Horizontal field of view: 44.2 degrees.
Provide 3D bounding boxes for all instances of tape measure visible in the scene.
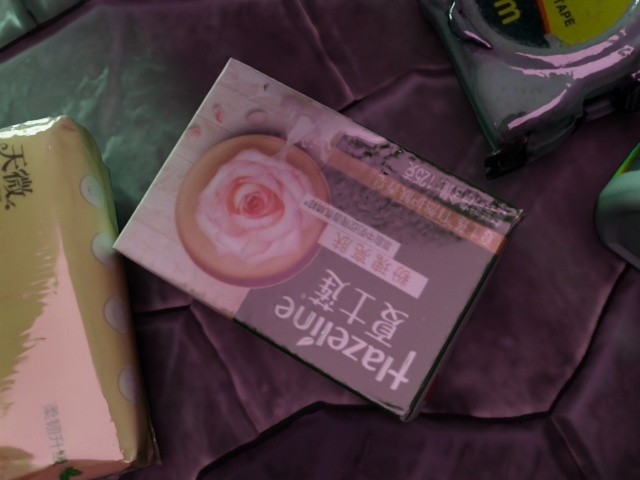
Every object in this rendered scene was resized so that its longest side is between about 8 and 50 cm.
[{"bbox_3d":[0.109,-0.210,0.502,0.164,0.084,0.330,-19,70,3],"label":"tape measure"}]

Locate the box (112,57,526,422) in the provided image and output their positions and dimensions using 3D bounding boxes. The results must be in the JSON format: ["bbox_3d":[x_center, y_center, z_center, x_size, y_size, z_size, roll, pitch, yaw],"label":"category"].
[{"bbox_3d":[0.000,0.000,0.469,0.199,0.081,0.135,29,84,13],"label":"box"}]

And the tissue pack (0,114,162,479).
[{"bbox_3d":[-0.205,0.051,0.477,0.186,0.090,0.222,-14,78,2],"label":"tissue pack"}]

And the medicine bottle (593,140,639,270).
[{"bbox_3d":[0.251,-0.083,0.432,0.083,0.121,0.229,39,86,13],"label":"medicine bottle"}]
